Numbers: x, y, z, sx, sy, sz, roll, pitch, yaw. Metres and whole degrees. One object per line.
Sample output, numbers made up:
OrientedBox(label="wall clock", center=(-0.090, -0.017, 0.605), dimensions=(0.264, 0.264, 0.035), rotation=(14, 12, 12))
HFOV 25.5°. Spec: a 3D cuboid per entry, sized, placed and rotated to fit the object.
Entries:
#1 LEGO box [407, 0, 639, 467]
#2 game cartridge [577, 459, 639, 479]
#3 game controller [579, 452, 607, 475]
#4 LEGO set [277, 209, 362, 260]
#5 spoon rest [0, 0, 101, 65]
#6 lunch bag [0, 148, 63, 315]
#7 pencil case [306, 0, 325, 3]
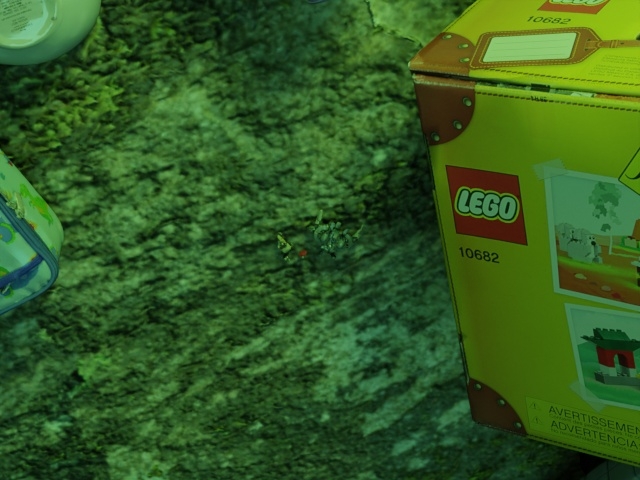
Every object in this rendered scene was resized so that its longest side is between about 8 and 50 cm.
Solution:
OrientedBox(label="LEGO box", center=(0.351, 0.006, 1.119), dimensions=(0.500, 0.193, 0.372), rotation=(11, 129, 33))
OrientedBox(label="game cartridge", center=(0.423, 0.316, 1.494), dimensions=(0.355, 0.068, 0.230), rotation=(24, 130, -20))
OrientedBox(label="game controller", center=(0.439, 0.226, 1.489), dimensions=(0.319, 0.067, 0.166), rotation=(14, 134, -10))
OrientedBox(label="LEGO set", center=(0.000, 0.002, 1.345), dimensions=(0.083, 0.023, 0.054), rotation=(-29, 118, 15))
OrientedBox(label="spoon rest", center=(-0.322, -0.191, 1.194), dimensions=(0.276, 0.084, 0.137), rotation=(-18, 123, -7))
OrientedBox(label="lunch bag", center=(-0.357, 0.009, 1.299), dimensions=(0.219, 0.090, 0.176), rotation=(-25, 122, 14))
OrientedBox(label="pencil case", center=(-0.045, -0.284, 1.138), dimensions=(0.206, 0.086, 0.088), rotation=(42, 84, -25))
